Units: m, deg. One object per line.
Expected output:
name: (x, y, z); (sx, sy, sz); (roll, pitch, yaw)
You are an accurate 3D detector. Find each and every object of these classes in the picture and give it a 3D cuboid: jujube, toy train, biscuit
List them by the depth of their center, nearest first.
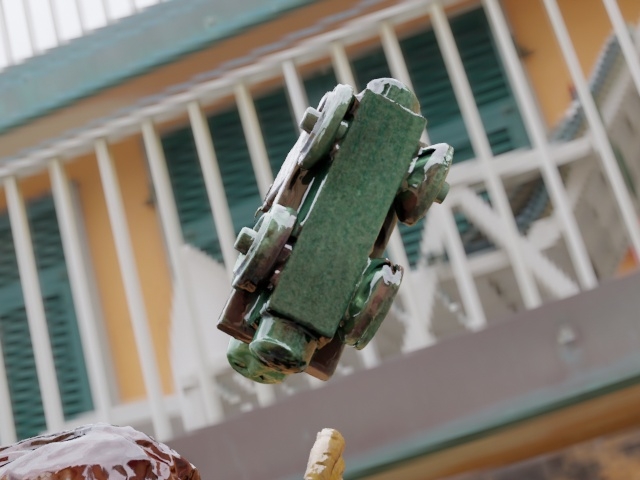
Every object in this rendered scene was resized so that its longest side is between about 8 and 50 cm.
toy train: (0.000, 0.000, 1.556); (0.150, 0.304, 0.221); (29, -27, -8)
jujube: (-0.298, 0.302, 1.833); (0.342, 0.216, 0.216); (-1, -22, 21)
biscuit: (0.005, 0.334, 1.961); (0.033, 0.224, 0.144); (1, 5, 14)
